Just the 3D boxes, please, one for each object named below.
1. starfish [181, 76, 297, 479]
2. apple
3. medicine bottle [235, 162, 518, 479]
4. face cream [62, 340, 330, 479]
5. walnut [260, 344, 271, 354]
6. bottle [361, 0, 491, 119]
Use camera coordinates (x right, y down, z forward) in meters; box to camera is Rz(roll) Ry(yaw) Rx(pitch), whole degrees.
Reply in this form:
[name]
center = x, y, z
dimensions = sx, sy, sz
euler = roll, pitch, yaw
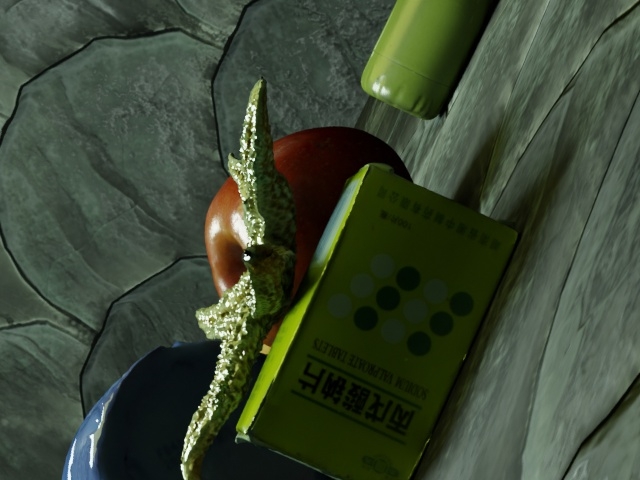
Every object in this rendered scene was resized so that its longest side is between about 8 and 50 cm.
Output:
[starfish]
center = -0.059, 0.011, 1.673
dimensions = 0.358, 0.078, 0.347
euler = -87, 6, -49
[apple]
center = 0.000, 0.000, 1.899
dimensions = 0.218, 0.201, 0.218
euler = 46, 145, 45
[medicine bottle]
center = 0.040, 0.076, 1.564
dimensions = 0.141, 0.137, 0.250
euler = 158, 136, -82
[face cream]
center = -0.120, 0.232, 1.895
dimensions = 0.249, 0.249, 0.225
euler = -66, 8, -19
[walnut]
center = -0.015, 0.084, 2.080
dimensions = 0.159, 0.159, 0.207
euler = -80, 10, -73
[bottle]
center = 0.150, -0.285, 2.409
dimensions = 0.112, 0.112, 0.260
euler = -94, 29, -81
